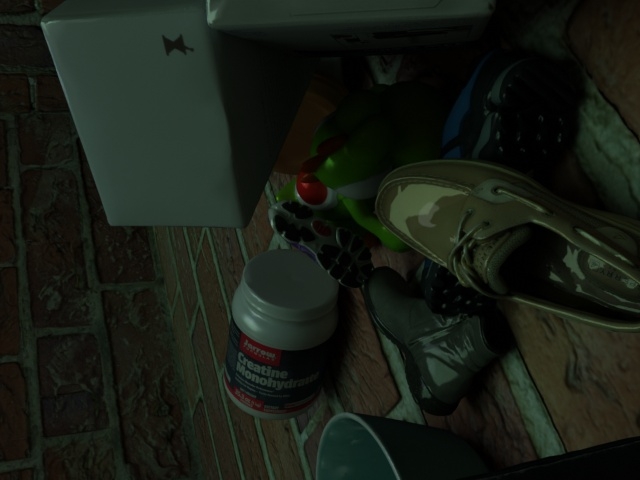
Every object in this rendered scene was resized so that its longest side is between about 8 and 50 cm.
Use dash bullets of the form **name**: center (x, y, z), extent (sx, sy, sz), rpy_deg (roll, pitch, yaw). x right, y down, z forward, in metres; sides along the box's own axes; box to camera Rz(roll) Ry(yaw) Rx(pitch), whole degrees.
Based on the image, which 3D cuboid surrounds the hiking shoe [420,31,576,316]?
- **hiking shoe**: center (0.179, -0.060, 0.787), extent (0.132, 0.113, 0.304), rpy_deg (-112, 34, -58)

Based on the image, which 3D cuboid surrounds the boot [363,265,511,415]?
- **boot**: center (0.151, 0.086, 0.928), extent (0.161, 0.083, 0.246), rpy_deg (-62, 37, 34)

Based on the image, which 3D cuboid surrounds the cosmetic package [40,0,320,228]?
- **cosmetic package**: center (-0.120, -0.233, 0.847), extent (0.453, 0.161, 0.230), rpy_deg (-74, -19, -53)

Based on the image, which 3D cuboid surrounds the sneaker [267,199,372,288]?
- **sneaker**: center (0.000, 0.000, 0.996), extent (0.068, 0.170, 0.071), rpy_deg (-53, 12, -8)

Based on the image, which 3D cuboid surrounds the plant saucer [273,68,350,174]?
- **plant saucer**: center (-0.038, -0.179, 1.139), extent (0.037, 0.200, 0.200), rpy_deg (-92, 13, -48)

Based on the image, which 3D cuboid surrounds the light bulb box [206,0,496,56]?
- **light bulb box**: center (0.046, -0.362, 0.672), extent (0.361, 0.225, 0.358), rpy_deg (-46, -44, -77)

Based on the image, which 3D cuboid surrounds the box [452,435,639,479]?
- **box**: center (0.169, 0.383, 0.398), extent (0.297, 0.472, 0.480), rpy_deg (118, 142, -53)

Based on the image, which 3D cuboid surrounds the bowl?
- **bowl**: center (0.124, 0.361, 0.907), extent (0.311, 0.163, 0.311), rpy_deg (176, 90, -67)

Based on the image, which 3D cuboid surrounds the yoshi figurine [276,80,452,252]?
- **yoshi figurine**: center (0.078, -0.102, 0.984), extent (0.203, 0.203, 0.362), rpy_deg (-59, -2, -16)

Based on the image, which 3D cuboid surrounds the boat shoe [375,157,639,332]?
- **boat shoe**: center (0.166, 0.001, 0.647), extent (0.302, 0.098, 0.109), rpy_deg (23, 118, 32)

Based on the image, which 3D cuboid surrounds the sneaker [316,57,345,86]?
- **sneaker**: center (-0.007, -0.288, 1.203), extent (0.292, 0.108, 0.169), rpy_deg (97, 174, -45)

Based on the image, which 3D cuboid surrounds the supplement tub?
- **supplement tub**: center (-0.072, 0.172, 1.308), extent (0.191, 0.191, 0.272), rpy_deg (-121, 33, -47)
